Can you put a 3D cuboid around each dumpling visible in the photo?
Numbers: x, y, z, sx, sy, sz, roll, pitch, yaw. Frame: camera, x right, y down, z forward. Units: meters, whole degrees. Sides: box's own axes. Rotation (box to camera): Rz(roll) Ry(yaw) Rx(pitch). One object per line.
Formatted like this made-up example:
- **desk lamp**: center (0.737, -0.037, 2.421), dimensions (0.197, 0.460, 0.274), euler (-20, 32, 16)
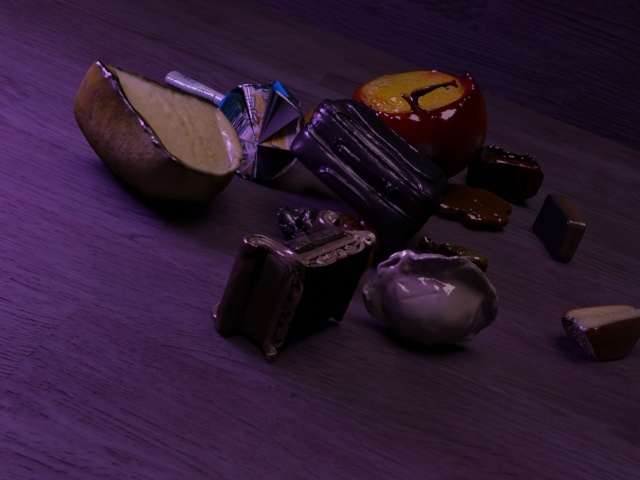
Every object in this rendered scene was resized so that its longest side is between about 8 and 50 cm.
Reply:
- **dumpling**: center (0.212, 0.100, 1.388), dimensions (0.258, 0.193, 0.147), euler (20, 30, -8)

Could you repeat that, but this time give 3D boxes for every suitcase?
- **suitcase**: center (0.114, -0.161, 1.692), dimensions (0.345, 0.188, 0.339), euler (43, 17, 3)

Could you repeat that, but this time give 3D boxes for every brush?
- **brush**: center (0.651, -0.037, 2.052), dimensions (0.059, 0.123, 0.197), euler (11, 26, -9)

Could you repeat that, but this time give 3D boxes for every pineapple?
- **pineapple**: center (0.000, 0.000, 1.540), dimensions (0.237, 0.111, 0.119), euler (36, -1, 40)

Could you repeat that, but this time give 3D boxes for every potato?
- **potato**: center (-0.331, -0.169, 1.549), dimensions (0.330, 0.213, 0.280), euler (10, 41, -49)

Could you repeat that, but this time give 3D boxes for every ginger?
- **ginger**: center (0.085, -0.008, 1.645), dimensions (0.103, 0.073, 0.162), euler (4, 26, -25)

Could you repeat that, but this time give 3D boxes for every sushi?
- **sushi**: center (0.565, -0.207, 2.308), dimensions (0.225, 0.136, 0.126), euler (12, 24, -2)

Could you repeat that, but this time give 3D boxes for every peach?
- **peach**: center (0.270, -0.300, 2.055), dimensions (0.406, 0.310, 0.335), euler (-26, 32, -37)

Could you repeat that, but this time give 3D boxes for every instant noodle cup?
- **instant noodle cup**: center (-0.139, -0.275, 1.845), dimensions (0.240, 0.240, 0.178), euler (21, 18, 1)

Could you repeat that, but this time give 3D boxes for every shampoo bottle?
- **shampoo bottle**: center (-0.359, -0.440, 2.188), dimensions (0.190, 0.041, 0.069), euler (27, 21, 12)

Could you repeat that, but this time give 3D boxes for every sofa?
- **sofa**: center (-0.056, 0.052, 1.281), dimensions (0.182, 0.200, 0.258), euler (35, 31, 23)

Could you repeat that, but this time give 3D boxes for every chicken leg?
- **chicken leg**: center (0.299, 0.034, 1.726), dimensions (0.178, 0.070, 0.093), euler (29, 9, 35)

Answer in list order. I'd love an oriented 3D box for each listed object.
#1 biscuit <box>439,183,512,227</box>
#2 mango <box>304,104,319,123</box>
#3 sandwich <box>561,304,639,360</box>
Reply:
- **biscuit**: center (0.419, -0.093, 2.083), dimensions (0.290, 0.041, 0.208), euler (-5, 35, -40)
- **mango**: center (0.015, -0.315, 2.130), dimensions (0.091, 0.137, 0.237), euler (56, 11, -34)
- **sandwich**: center (0.612, 0.192, 1.616), dimensions (0.258, 0.096, 0.094), euler (-1, 26, -34)
